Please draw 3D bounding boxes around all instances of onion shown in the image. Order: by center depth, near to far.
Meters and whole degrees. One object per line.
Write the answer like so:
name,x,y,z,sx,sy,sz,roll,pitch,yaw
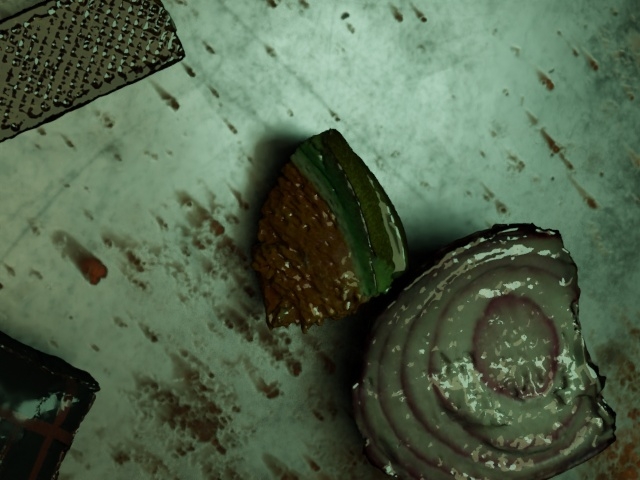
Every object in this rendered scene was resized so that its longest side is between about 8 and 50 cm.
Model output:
onion,0.159,0.123,1.530,0.280,0.146,0.314,-16,113,-4

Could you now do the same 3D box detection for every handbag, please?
handbag,-0.324,0.193,1.339,0.169,0.155,0.215,25,86,-29

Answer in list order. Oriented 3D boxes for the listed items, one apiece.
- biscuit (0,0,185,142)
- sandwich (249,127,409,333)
biscuit,-0.322,-0.146,1.334,0.388,0.073,0.107,-28,105,-16
sandwich,-0.003,-0.009,1.464,0.160,0.109,0.184,-24,91,15
